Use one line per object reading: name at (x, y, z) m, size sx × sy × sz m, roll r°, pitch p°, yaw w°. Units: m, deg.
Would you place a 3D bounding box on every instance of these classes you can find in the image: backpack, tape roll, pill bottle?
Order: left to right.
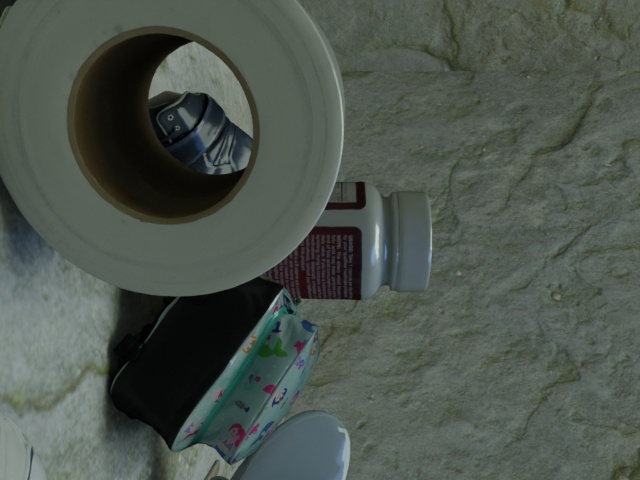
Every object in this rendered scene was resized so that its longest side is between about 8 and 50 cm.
tape roll at (-0.102, -0.097, 0.482) m, size 0.169 × 0.246 × 0.245 m, roll -84°, pitch 174°, yaw -72°
backpack at (-0.112, 0.147, 0.749) m, size 0.225 × 0.191 × 0.253 m, roll -55°, pitch 175°, yaw -13°
pill bottle at (0.000, 0.000, 1.141) m, size 0.224 × 0.393 × 0.223 m, roll 1°, pitch 90°, yaw -87°

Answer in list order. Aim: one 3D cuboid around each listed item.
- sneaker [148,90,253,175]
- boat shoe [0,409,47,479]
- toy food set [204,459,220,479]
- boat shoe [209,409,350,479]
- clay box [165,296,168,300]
sneaker at (-0.176, -0.068, 0.702) m, size 0.226 × 0.086 × 0.163 m, roll -59°, pitch 136°, yaw -17°
boat shoe at (-0.198, 0.178, 0.260) m, size 0.258 × 0.095 × 0.084 m, roll -104°, pitch -173°, yaw -54°
toy food set at (-0.168, 0.521, 1.095) m, size 0.128 × 0.071 × 0.217 m, roll 75°, pitch 16°, yaw -82°
boat shoe at (-0.101, 0.385, 0.800) m, size 0.367 × 0.136 × 0.156 m, roll -56°, pitch -169°, yaw -23°
clay box at (-0.182, -0.031, 0.848) m, size 0.127 × 0.053 × 0.221 m, roll -81°, pitch 172°, yaw -74°
